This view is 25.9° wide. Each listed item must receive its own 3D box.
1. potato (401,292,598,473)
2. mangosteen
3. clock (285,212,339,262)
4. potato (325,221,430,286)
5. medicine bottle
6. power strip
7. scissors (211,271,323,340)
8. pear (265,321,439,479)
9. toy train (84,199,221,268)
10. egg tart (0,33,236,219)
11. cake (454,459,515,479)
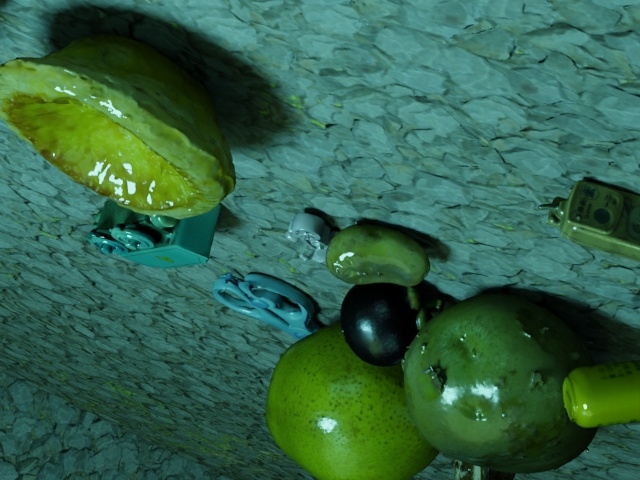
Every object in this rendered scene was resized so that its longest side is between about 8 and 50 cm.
[{"bbox_3d":[0.257,0.215,1.936,0.269,0.219,0.359,-1,157,20],"label":"potato"},{"bbox_3d":[0.103,0.110,1.972,0.151,0.137,0.137,-21,150,9],"label":"mangosteen"},{"bbox_3d":[0.000,0.000,1.875,0.087,0.041,0.129,-2,156,40],"label":"clock"},{"bbox_3d":[0.075,0.020,1.808,0.138,0.070,0.091,5,145,7],"label":"potato"},{"bbox_3d":[0.457,0.178,1.720,0.309,0.076,0.111,-8,-170,2],"label":"medicine bottle"},{"bbox_3d":[0.380,0.001,1.470,0.305,0.064,0.044,17,158,8],"label":"power strip"},{"bbox_3d":[-0.025,0.145,2.304,0.180,0.032,0.393,0,151,44],"label":"scissors"},{"bbox_3d":[0.067,0.261,2.173,0.294,0.294,0.294,18,161,6],"label":"pear"},{"bbox_3d":[-0.234,-0.022,1.958,0.154,0.107,0.198,23,162,-32],"label":"toy train"},{"bbox_3d":[-0.223,-0.142,1.583,0.319,0.128,0.319,20,161,7],"label":"egg tart"},{"bbox_3d":[0.284,0.310,2.156,0.135,0.246,0.112,7,166,-26],"label":"cake"}]
